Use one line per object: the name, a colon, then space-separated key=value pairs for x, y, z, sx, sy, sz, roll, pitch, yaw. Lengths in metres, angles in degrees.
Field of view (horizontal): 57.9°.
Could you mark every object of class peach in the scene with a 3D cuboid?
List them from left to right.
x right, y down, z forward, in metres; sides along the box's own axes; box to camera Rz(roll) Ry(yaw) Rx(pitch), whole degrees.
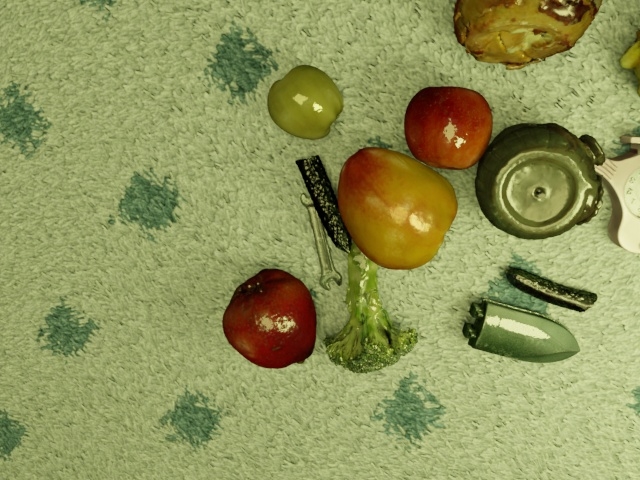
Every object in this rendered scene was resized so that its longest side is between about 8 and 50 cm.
peach: x=0.179 y=-0.085 z=1.479 sx=0.308 sy=0.289 sz=0.289 roll=22 pitch=104 yaw=-4

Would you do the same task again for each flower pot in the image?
flower pot: x=0.537 y=-0.149 z=1.425 sx=0.301 sy=0.213 sz=0.302 roll=3 pitch=109 yaw=8

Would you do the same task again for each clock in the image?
clock: x=0.784 y=-0.128 z=1.466 sx=0.290 sy=0.080 sz=0.275 roll=28 pitch=104 yaw=4

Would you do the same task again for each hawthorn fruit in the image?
hawthorn fruit: x=-0.127 y=0.243 z=1.623 sx=0.265 sy=0.265 sz=0.307 roll=-16 pitch=120 yaw=13

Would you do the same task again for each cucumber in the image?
cucumber: x=0.016 y=-0.097 z=1.584 sx=0.072 sy=0.072 sz=0.300 roll=-24 pitch=84 yaw=14
cucumber: x=0.613 y=0.135 z=1.560 sx=0.245 sy=0.067 sz=0.067 roll=18 pitch=104 yaw=8

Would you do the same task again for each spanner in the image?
spanner: x=0.000 y=0.000 z=1.663 sx=0.071 sy=0.017 sz=0.302 roll=-13 pitch=100 yaw=12

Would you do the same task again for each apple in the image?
apple: x=-0.040 y=-0.361 z=1.515 sx=0.200 sy=0.200 sz=0.200 roll=2 pitch=102 yaw=10
apple: x=0.319 y=-0.283 z=1.446 sx=0.218 sy=0.218 sz=0.201 roll=11 pitch=95 yaw=8

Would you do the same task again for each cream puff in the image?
cream puff: x=0.467 y=-0.553 z=1.316 sx=0.350 sy=0.350 sz=0.229 roll=4 pitch=83 yaw=9

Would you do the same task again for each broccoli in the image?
broccoli: x=0.144 y=0.187 z=1.599 sx=0.252 sy=0.221 sz=0.361 roll=22 pitch=107 yaw=42

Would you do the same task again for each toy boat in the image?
toy boat: x=0.557 y=0.259 z=1.582 sx=0.319 sy=0.092 sz=0.141 roll=15 pitch=103 yaw=-1

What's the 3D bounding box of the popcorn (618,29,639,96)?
popcorn: x=0.846 y=-0.442 z=1.326 sx=0.252 sy=0.215 sz=0.286 roll=35 pitch=109 yaw=-5
